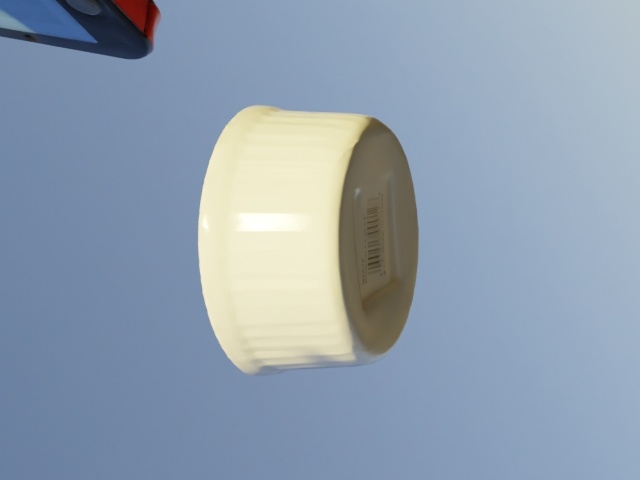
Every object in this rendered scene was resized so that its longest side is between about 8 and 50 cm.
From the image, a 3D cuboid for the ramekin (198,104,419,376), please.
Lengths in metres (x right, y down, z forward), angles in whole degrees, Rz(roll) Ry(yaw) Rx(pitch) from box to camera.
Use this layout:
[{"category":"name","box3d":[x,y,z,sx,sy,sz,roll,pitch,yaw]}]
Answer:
[{"category":"ramekin","box3d":[0.000,0.000,1.375,0.277,0.135,0.277,0,-90,-68]}]

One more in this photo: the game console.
[{"category":"game console","box3d":[-0.384,-0.306,1.430,0.342,0.387,0.060,38,-112,-58]}]
